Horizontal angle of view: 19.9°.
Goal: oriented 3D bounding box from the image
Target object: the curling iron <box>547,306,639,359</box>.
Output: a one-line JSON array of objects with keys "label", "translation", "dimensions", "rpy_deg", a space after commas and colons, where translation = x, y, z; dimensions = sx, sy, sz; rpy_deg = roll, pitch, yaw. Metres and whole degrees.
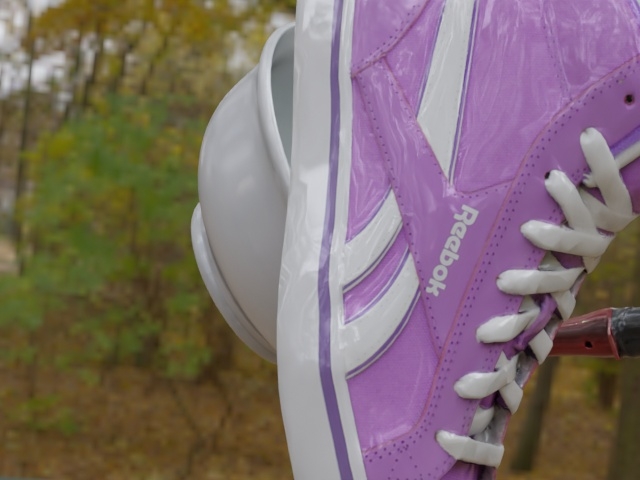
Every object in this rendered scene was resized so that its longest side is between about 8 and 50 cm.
[{"label": "curling iron", "translation": [0.161, 0.048, 1.053], "dimensions": [0.274, 0.035, 0.068], "rpy_deg": [1, -35, 38]}]

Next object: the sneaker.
[{"label": "sneaker", "translation": [0.072, 0.009, 0.676], "dimensions": [0.161, 0.282, 0.102], "rpy_deg": [-3, -9, 20]}]

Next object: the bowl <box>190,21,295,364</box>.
[{"label": "bowl", "translation": [0.000, 0.000, 1.327], "dimensions": [0.134, 0.298, 0.298], "rpy_deg": [-29, -15, 23]}]
